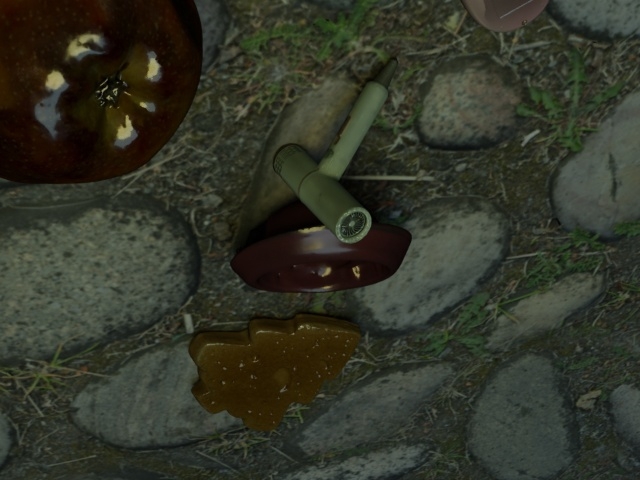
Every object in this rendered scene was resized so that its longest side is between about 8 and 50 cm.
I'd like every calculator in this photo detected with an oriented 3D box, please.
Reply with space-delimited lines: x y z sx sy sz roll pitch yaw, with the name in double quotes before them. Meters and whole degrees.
"calculator" 0.177 -0.271 0.898 0.103 0.024 0.166 -28 136 8

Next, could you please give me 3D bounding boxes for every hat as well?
"hat" 0.000 0.000 1.034 0.205 0.089 0.205 -6 164 -2

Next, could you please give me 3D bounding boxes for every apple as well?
"apple" -0.199 -0.144 0.739 0.230 0.230 0.230 -11 135 -11

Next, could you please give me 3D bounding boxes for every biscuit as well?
"biscuit" -0.057 0.162 1.220 0.238 0.041 0.212 -25 130 4

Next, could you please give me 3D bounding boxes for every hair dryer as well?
"hair dryer" 0.041 -0.106 0.937 0.044 0.155 0.183 29 103 -41
